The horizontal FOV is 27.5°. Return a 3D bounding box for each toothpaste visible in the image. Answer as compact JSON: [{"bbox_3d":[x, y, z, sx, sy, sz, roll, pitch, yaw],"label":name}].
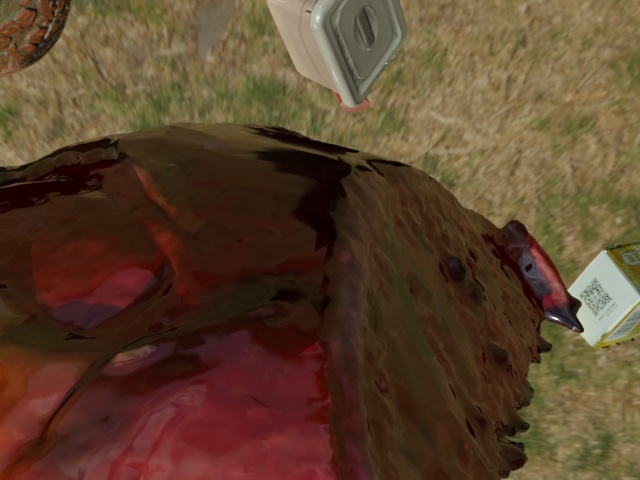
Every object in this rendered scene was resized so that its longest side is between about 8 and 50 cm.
[{"bbox_3d":[0.374,0.041,1.348,0.313,0.089,0.071,-8,52,-44],"label":"toothpaste"}]

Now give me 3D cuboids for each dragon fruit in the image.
[{"bbox_3d":[-0.053,0.016,0.464,0.282,0.343,0.100,9,110,13],"label":"dragon fruit"}]

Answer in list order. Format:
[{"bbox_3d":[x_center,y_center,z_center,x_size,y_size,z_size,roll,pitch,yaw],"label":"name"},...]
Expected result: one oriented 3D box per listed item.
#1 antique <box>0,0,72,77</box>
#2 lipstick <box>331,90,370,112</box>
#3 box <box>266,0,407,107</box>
[{"bbox_3d":[-0.174,-0.130,0.660,0.104,0.104,0.104,0,82,-3],"label":"antique"},{"bbox_3d":[-0.008,-0.270,1.656,0.068,0.061,0.274,-19,63,-13],"label":"lipstick"},{"bbox_3d":[0.012,-0.174,1.016,0.062,0.122,0.089,25,70,27],"label":"box"}]
